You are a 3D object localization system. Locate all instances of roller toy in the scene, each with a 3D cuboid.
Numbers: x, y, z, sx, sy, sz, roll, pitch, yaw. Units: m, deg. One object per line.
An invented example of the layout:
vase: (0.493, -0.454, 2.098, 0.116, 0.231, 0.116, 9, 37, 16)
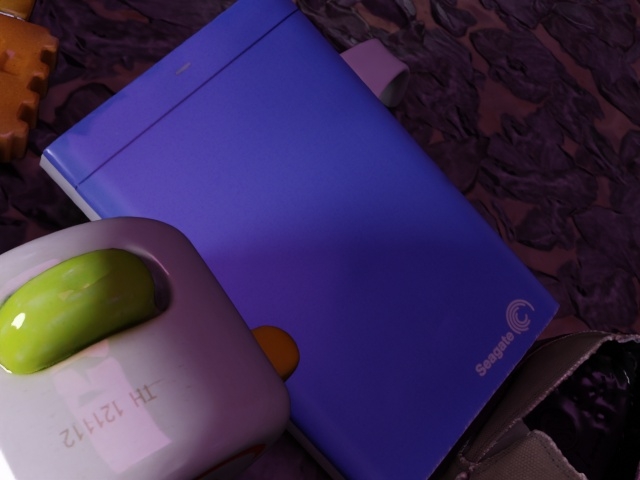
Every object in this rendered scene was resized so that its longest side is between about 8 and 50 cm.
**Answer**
roller toy: (-0.118, 0.096, 0.461, 0.146, 0.191, 0.209, 54, 11, 14)

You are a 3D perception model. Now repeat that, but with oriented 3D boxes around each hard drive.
hard drive: (0.000, 0.000, 0.609, 0.319, 0.040, 0.210, 48, 64, -5)

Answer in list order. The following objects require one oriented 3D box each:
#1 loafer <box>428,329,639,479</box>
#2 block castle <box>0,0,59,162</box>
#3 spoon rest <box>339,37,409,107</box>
loafer: (0.126, 0.178, 0.560, 0.134, 0.130, 0.366, 36, 52, -1)
block castle: (-0.246, -0.177, 0.497, 0.213, 0.303, 0.453, 17, 56, -16)
spoon rest: (-0.014, -0.083, 0.685, 0.137, 0.084, 0.276, 41, 52, 3)
